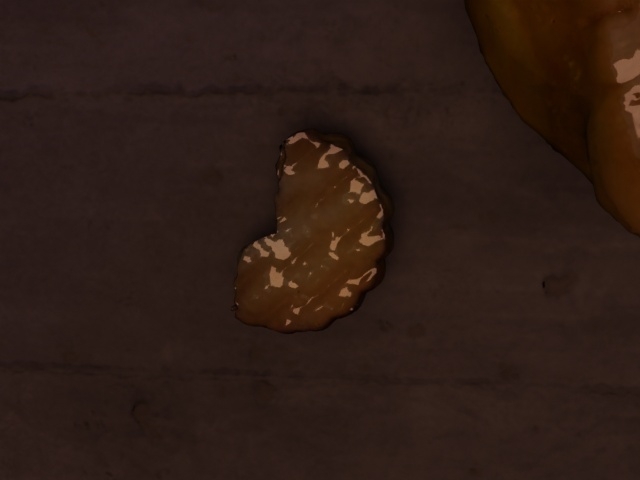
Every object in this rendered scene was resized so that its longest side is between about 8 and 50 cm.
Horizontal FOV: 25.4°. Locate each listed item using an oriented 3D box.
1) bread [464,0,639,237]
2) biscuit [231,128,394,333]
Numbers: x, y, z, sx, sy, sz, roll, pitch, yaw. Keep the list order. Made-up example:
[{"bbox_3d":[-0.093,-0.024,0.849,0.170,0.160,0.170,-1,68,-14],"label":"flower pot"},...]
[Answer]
[{"bbox_3d":[0.289,-0.201,0.950,0.394,0.250,0.361,-17,103,19],"label":"bread"},{"bbox_3d":[0.000,0.000,1.158,0.118,0.061,0.183,24,112,0],"label":"biscuit"}]
